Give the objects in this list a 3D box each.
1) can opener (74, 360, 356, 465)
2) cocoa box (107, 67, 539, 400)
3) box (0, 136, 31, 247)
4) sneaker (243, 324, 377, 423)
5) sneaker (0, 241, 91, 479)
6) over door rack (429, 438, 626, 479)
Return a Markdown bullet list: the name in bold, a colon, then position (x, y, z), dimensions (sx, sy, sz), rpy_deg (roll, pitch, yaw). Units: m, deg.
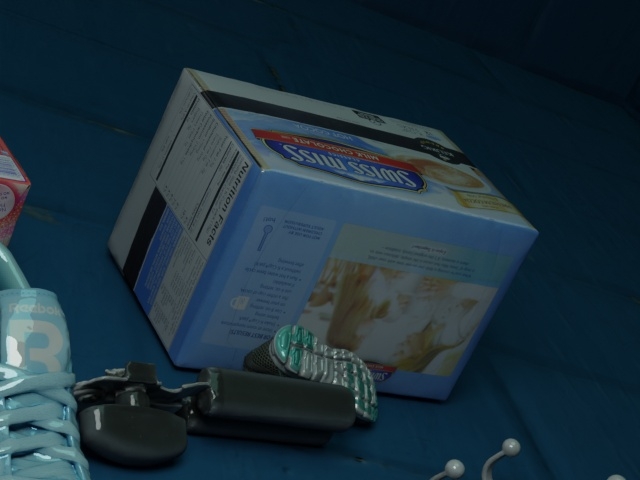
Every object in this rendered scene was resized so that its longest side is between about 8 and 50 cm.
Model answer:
- **can opener**: position (-0.094, 0.156, 1.185), dimensions (0.280, 0.074, 0.093), rpy_deg (8, 61, -36)
- **cocoa box**: position (0.000, 0.000, 1.411), dimensions (0.347, 0.231, 0.228), rpy_deg (11, 25, -33)
- **box**: position (-0.403, -0.075, 1.254), dimensions (0.154, 0.142, 0.300), rpy_deg (9, 26, -38)
- **sneaker**: position (-0.010, 0.136, 1.317), dimensions (0.166, 0.076, 0.065), rpy_deg (38, 42, -38)
- **sneaker**: position (-0.233, 0.116, 0.980), dimensions (0.135, 0.150, 0.366), rpy_deg (7, 27, -39)
- **over door rack**: position (0.221, 0.289, 1.148), dimensions (0.324, 0.108, 0.239), rpy_deg (38, 24, 29)
